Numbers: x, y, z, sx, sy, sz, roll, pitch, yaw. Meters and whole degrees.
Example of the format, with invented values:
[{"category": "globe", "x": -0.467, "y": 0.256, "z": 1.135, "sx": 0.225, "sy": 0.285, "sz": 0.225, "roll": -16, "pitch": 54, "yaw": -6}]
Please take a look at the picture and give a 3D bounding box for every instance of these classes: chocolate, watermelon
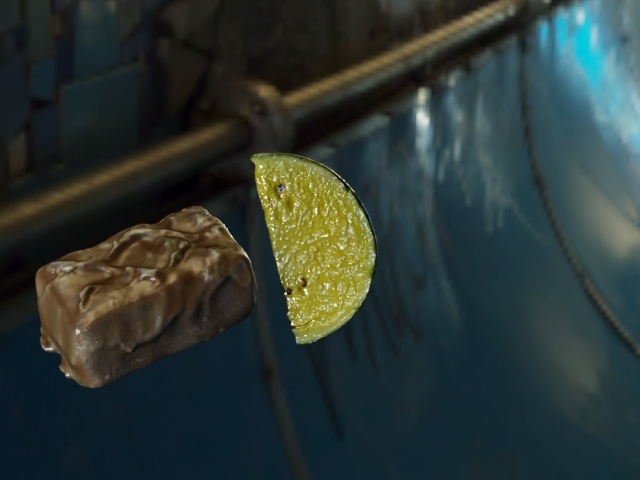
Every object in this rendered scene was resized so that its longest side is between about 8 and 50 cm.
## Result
[{"category": "chocolate", "x": -0.184, "y": 0.049, "z": 1.612, "sx": 0.214, "sy": 0.093, "sz": 0.148, "roll": -23, "pitch": -145, "yaw": -19}, {"category": "watermelon", "x": 0.009, "y": -0.001, "z": 1.442, "sx": 0.092, "sy": 0.182, "sz": 0.075, "roll": -19, "pitch": -169, "yaw": -39}]
